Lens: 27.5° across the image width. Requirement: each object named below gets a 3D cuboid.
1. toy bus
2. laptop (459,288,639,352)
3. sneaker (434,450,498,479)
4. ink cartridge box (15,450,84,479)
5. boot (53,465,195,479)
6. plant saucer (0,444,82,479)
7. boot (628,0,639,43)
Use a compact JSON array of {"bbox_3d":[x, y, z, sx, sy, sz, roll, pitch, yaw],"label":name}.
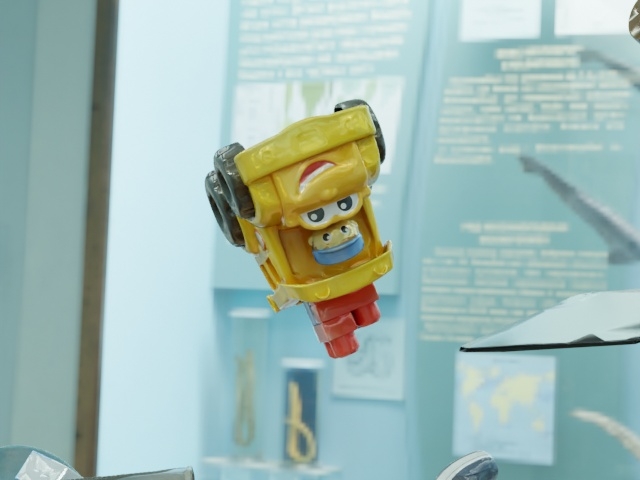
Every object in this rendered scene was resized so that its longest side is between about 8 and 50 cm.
[{"bbox_3d":[0.000,0.000,1.184,0.149,0.211,0.220,-20,-7,-11],"label":"toy bus"},{"bbox_3d":[0.289,0.122,1.057,0.234,0.264,0.136,-16,-29,-52],"label":"laptop"},{"bbox_3d":[0.185,0.364,1.592,0.163,0.086,0.226,27,50,36],"label":"sneaker"},{"bbox_3d":[-0.206,0.209,1.079,0.048,0.028,0.083,15,-24,39],"label":"ink cartridge box"},{"bbox_3d":[-0.195,0.201,0.962,0.208,0.076,0.189,-12,0,-10],"label":"boot"},{"bbox_3d":[-0.262,0.278,1.142,0.037,0.195,0.195,-26,-18,31],"label":"plant saucer"},{"bbox_3d":[0.428,-0.165,1.090,0.220,0.109,0.283,26,-27,-31],"label":"boot"}]
